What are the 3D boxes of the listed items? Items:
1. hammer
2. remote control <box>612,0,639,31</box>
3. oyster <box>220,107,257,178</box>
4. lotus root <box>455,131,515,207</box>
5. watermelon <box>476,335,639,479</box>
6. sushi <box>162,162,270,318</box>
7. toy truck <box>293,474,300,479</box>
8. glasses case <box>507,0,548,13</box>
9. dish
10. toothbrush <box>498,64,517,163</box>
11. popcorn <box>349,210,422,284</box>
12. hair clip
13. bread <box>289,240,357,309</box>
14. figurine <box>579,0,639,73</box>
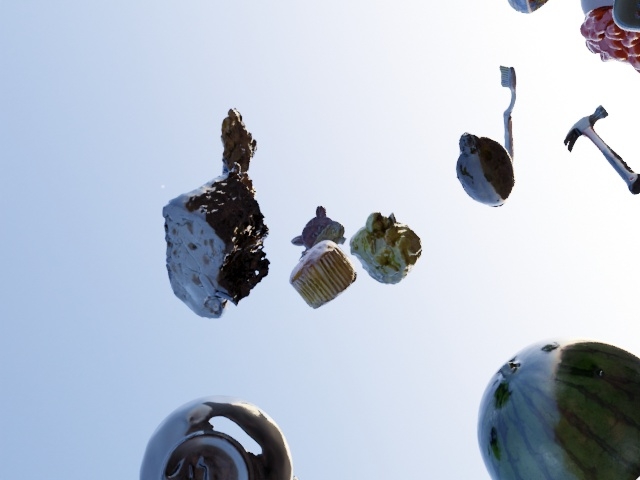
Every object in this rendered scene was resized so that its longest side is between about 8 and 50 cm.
[{"bbox_3d":[0.574,-0.176,1.390,0.033,0.111,0.288,42,-159,-26],"label":"hammer"},{"bbox_3d":[0.472,-0.280,0.845,0.042,0.221,0.072,19,-99,-77],"label":"remote control"},{"bbox_3d":[-0.237,-0.264,2.024,0.214,0.083,0.223,-83,-15,-54],"label":"oyster"},{"bbox_3d":[0.351,-0.153,1.483,0.209,0.120,0.120,52,-146,-38],"label":"lotus root"},{"bbox_3d":[0.378,0.286,1.151,0.189,0.331,0.331,30,-136,-16],"label":"watermelon"},{"bbox_3d":[-0.220,0.025,1.568,0.234,0.349,0.207,35,-132,17],"label":"sushi"},{"bbox_3d":[-0.051,0.568,1.566,0.090,0.056,0.073,24,-165,-5],"label":"toy truck"},{"bbox_3d":[0.243,-0.375,0.830,0.065,0.087,0.248,46,179,34],"label":"glasses case"},{"bbox_3d":[-0.220,0.476,1.400,0.124,0.324,0.324,75,-179,-78],"label":"dish"},{"bbox_3d":[0.432,-0.260,1.599,0.028,0.037,0.375,-57,-29,-22],"label":"toothbrush"},{"bbox_3d":[0.211,0.015,2.199,0.192,0.233,0.266,-39,-43,-31],"label":"popcorn"},{"bbox_3d":[-0.003,-0.001,2.193,0.146,0.187,0.056,36,-173,22],"label":"hair clip"},{"bbox_3d":[0.002,0.070,1.500,0.114,0.132,0.190,50,-178,0],"label":"bread"},{"bbox_3d":[0.434,-0.432,1.060,0.411,0.241,0.306,34,-178,-6],"label":"figurine"}]
